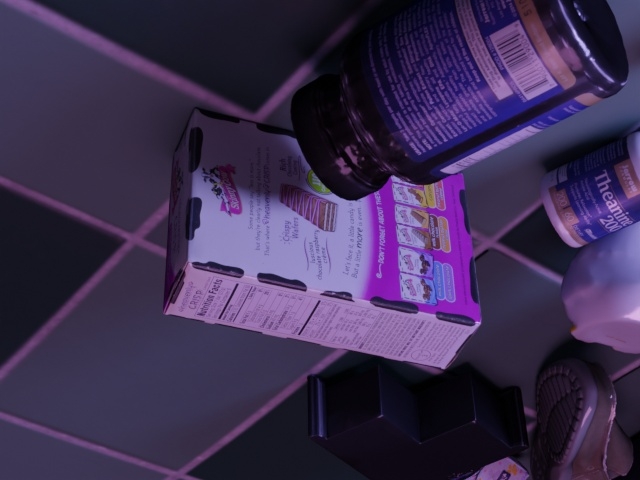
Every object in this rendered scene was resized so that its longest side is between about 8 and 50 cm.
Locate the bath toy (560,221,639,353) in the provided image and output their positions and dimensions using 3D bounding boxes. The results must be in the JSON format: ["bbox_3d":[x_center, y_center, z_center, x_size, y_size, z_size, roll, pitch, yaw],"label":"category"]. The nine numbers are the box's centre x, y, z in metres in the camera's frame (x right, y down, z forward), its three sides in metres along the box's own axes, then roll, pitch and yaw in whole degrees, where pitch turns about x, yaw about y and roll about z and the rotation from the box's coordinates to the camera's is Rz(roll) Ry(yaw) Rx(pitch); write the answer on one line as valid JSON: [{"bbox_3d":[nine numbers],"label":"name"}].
[{"bbox_3d":[0.354,0.066,1.187,0.348,0.129,0.151,21,155,-24],"label":"bath toy"}]

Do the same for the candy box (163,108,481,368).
[{"bbox_3d":[0.000,0.000,1.065,0.233,0.159,0.071,13,137,-16],"label":"candy box"}]

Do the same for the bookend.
[{"bbox_3d":[0.094,0.170,1.343,0.156,0.072,0.157,-28,133,27],"label":"bookend"}]

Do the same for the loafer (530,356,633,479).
[{"bbox_3d":[0.267,0.193,1.376,0.087,0.094,0.251,-11,146,-6],"label":"loafer"}]

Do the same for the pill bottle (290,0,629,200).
[{"bbox_3d":[0.092,-0.113,0.959,0.219,0.123,0.123,-26,135,27],"label":"pill bottle"}]

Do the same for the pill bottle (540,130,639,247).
[{"bbox_3d":[0.242,-0.046,1.088,0.120,0.067,0.067,-26,135,27],"label":"pill bottle"}]

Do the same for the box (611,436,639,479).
[{"bbox_3d":[0.483,0.366,1.486,0.395,0.212,0.293,19,137,-25],"label":"box"}]

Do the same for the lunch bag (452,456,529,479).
[{"bbox_3d":[0.172,0.253,1.464,0.083,0.053,0.071,-31,133,22],"label":"lunch bag"}]
